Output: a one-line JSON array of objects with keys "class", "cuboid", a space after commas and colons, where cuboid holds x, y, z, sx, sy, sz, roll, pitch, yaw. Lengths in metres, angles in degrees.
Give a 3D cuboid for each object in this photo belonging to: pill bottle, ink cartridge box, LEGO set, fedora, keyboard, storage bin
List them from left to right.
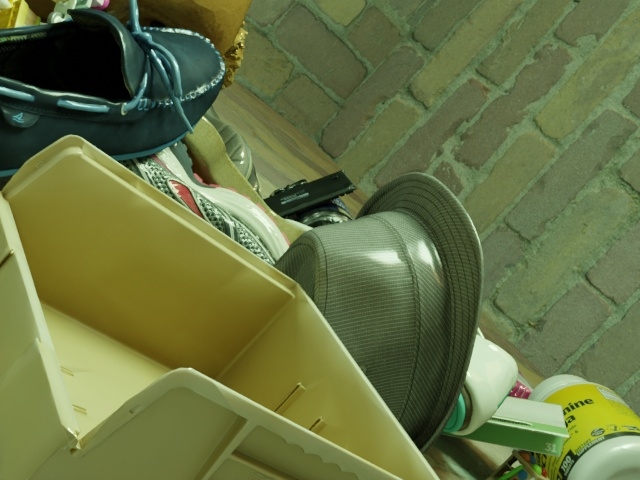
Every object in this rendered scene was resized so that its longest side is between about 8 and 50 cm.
[{"class": "LEGO set", "cuboid": [-0.333, -0.200, 1.002, 0.287, 0.132, 0.107, 9, -26, 33]}, {"class": "storage bin", "cuboid": [-0.085, 0.085, 0.635, 0.260, 0.123, 0.262, 37, 10, -39]}, {"class": "keyboard", "cuboid": [-0.040, -0.062, 1.502, 0.108, 0.180, 0.023, -123, -166, -64]}, {"class": "pill bottle", "cuboid": [0.000, 0.000, 1.517, 0.123, 0.123, 0.219, 40, 8, -17]}, {"class": "fedora", "cuboid": [0.022, 0.074, 0.868, 0.124, 0.275, 0.244, 1, 36, -25]}, {"class": "ink cartridge box", "cuboid": [0.238, 0.247, 1.313, 0.171, 0.056, 0.235, 8, 3, 11]}, {"class": "pill bottle", "cuboid": [0.448, 0.347, 1.625, 0.188, 0.188, 0.334, 41, 7, -12]}]

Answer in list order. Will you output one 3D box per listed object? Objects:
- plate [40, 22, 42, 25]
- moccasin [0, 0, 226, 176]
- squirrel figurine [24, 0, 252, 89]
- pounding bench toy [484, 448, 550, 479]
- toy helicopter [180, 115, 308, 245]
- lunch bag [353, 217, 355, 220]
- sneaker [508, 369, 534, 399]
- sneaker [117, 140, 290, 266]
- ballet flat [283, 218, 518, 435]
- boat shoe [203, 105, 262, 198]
[{"class": "plate", "cuboid": [-0.476, -0.351, 1.418, 0.188, 0.024, 0.188, 42, 8, -7]}, {"class": "moccasin", "cuboid": [-0.189, -0.136, 0.852, 0.138, 0.117, 0.342, 44, 37, 10]}, {"class": "squirrel figurine", "cuboid": [-0.211, -0.315, 1.173, 0.370, 0.281, 0.397, 26, 3, 25]}, {"class": "pounding bench toy", "cuboid": [0.260, 0.314, 1.313, 0.052, 0.065, 0.083, 48, 10, 36]}, {"class": "toy helicopter", "cuboid": [-0.078, -0.016, 1.104, 0.235, 0.140, 0.355, 14, -33, 52]}, {"class": "lunch bag", "cuboid": [0.045, 0.008, 1.838, 0.151, 0.096, 0.129, 55, -4, -39]}, {"class": "sneaker", "cuboid": [0.313, 0.255, 1.826, 0.252, 0.103, 0.111, 46, 1, -28]}, {"class": "sneaker", "cuboid": [-0.147, -0.011, 0.965, 0.299, 0.121, 0.112, 42, 36, -4]}, {"class": "ballet flat", "cuboid": [0.085, 0.091, 1.249, 0.400, 0.139, 0.139, 39, 4, 35]}, {"class": "boat shoe", "cuboid": [-0.187, -0.131, 1.394, 0.355, 0.132, 0.130, 55, -8, 47]}]
